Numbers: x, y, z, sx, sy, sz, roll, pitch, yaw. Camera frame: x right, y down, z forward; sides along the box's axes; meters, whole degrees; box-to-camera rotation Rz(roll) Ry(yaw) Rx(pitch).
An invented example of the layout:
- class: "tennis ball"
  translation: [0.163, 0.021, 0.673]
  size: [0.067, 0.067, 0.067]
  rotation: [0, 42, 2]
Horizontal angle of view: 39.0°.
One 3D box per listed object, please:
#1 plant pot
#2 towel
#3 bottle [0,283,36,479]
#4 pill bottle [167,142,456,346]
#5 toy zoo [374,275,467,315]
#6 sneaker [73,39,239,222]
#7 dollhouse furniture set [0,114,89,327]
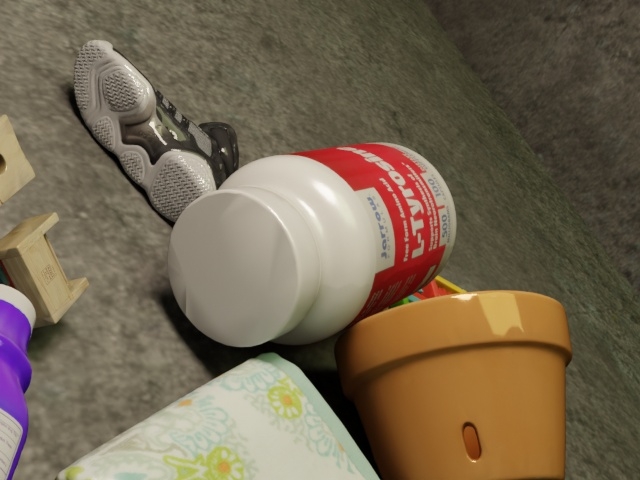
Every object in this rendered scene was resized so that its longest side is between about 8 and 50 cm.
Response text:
- class: "plant pot"
  translation: [0.171, 0.207, 1.088]
  size: [0.291, 0.291, 0.203]
  rotation: [17, 57, -44]
- class: "towel"
  translation: [-0.029, 0.303, 0.850]
  size: [0.374, 0.090, 0.320]
  rotation: [51, 27, 9]
- class: "bottle"
  translation: [-0.287, 0.146, 0.688]
  size: [0.118, 0.092, 0.283]
  rotation: [35, 30, -23]
- class: "pill bottle"
  translation: [0.000, 0.000, 1.137]
  size: [0.229, 0.229, 0.407]
  rotation: [53, 28, 11]
- class: "toy zoo"
  translation: [0.182, 0.120, 1.447]
  size: [0.293, 0.030, 0.192]
  rotation: [29, 33, -32]
- class: "sneaker"
  translation: [-0.205, -0.147, 1.187]
  size: [0.268, 0.101, 0.153]
  rotation: [54, 27, 2]
- class: "dollhouse furniture set"
  translation: [-0.329, 0.005, 0.823]
  size: [0.129, 0.129, 0.184]
  rotation: [-65, 139, -60]
